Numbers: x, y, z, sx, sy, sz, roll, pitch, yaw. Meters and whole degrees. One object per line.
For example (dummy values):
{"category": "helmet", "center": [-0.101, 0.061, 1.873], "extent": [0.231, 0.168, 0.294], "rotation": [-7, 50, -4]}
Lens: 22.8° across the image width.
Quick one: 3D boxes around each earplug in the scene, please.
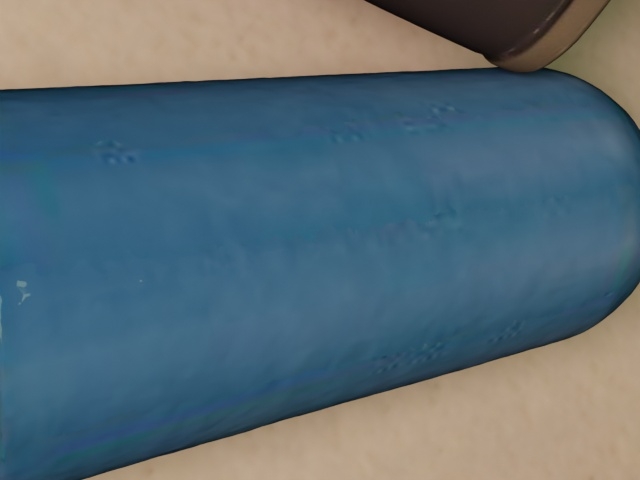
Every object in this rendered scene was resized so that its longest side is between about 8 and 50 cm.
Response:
{"category": "earplug", "center": [0.000, 0.000, 0.558], "extent": [0.273, 0.132, 0.132], "rotation": [-9, 92, -25]}

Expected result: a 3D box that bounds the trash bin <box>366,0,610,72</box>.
{"category": "trash bin", "center": [0.045, -0.223, 0.556], "extent": [0.209, 0.182, 0.290], "rotation": [23, 74, -19]}
